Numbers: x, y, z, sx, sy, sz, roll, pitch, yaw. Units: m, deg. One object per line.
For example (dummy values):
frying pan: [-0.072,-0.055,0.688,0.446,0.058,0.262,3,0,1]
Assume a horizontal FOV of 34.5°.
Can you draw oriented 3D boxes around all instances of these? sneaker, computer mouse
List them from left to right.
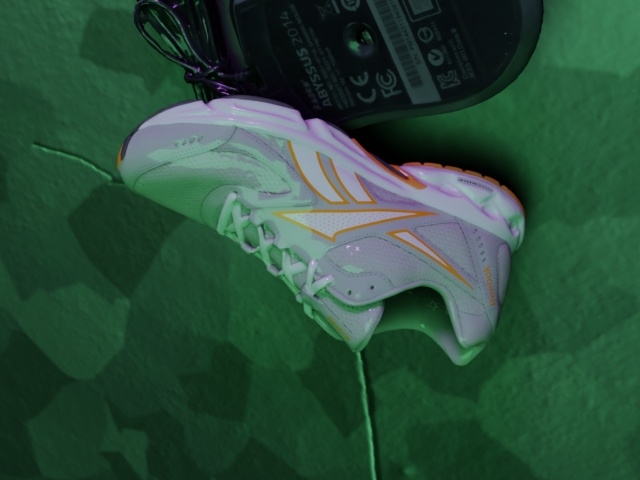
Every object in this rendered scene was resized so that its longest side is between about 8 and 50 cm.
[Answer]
sneaker: [0.000,0.000,0.630,0.263,0.121,0.099,15,154,-7]
computer mouse: [0.016,-0.138,0.637,0.272,0.072,0.188,-6,117,36]
